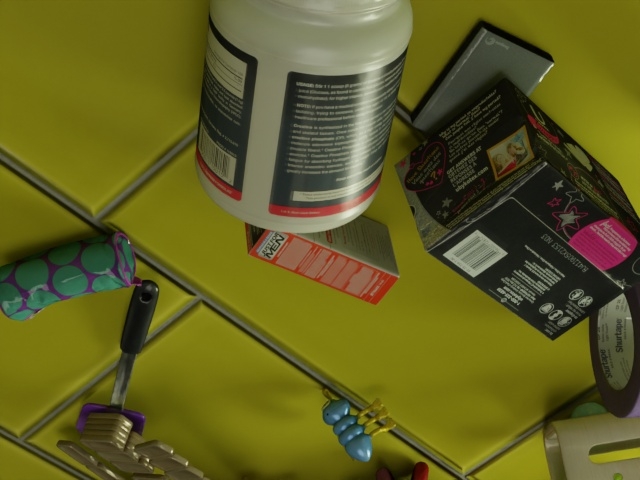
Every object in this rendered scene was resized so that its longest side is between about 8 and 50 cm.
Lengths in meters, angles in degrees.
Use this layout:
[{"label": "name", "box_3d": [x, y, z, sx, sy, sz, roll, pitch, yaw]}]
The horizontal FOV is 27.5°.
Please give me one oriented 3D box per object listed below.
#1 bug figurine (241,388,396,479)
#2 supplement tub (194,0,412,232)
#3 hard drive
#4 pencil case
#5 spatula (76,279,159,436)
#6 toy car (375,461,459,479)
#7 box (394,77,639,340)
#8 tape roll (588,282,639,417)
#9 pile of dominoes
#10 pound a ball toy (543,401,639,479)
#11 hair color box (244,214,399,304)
[{"label": "bug figurine", "box_3d": [0.007, 0.336, 1.668, 0.279, 0.216, 0.072, -49, 157, 27]}, {"label": "supplement tub", "box_3d": [-0.017, -0.162, 1.248, 0.191, 0.191, 0.272, 2, 129, -10]}, {"label": "hard drive", "box_3d": [0.171, -0.160, 1.386, 0.094, 0.022, 0.135, 21, 123, -23]}, {"label": "pencil case", "box_3d": [-0.283, 0.041, 1.461, 0.151, 0.064, 0.070, -16, 114, 6]}, {"label": "spatula", "box_3d": [-0.236, 0.155, 1.583, 0.084, 0.030, 0.296, 13, 126, -9]}, {"label": "toy car", "box_3d": [0.114, 0.367, 1.752, 0.182, 0.159, 0.136, -14, 95, 3]}, {"label": "box", "box_3d": [0.223, -0.028, 1.407, 0.163, 0.142, 0.247, -38, 133, 22]}, {"label": "tape roll", "box_3d": [0.382, 0.113, 1.534, 0.080, 0.189, 0.189, -2, 130, -6]}, {"label": "pile of dominoes", "box_3d": [-0.196, 0.295, 1.661, 0.196, 0.040, 0.251, -5, 144, 36]}, {"label": "pound a ball toy", "box_3d": [0.461, 0.248, 1.670, 0.319, 0.136, 0.208, -10, 163, -1]}, {"label": "hair color box", "box_3d": [0.000, 0.000, 1.449, 0.167, 0.093, 0.053, 24, 122, -24]}]
